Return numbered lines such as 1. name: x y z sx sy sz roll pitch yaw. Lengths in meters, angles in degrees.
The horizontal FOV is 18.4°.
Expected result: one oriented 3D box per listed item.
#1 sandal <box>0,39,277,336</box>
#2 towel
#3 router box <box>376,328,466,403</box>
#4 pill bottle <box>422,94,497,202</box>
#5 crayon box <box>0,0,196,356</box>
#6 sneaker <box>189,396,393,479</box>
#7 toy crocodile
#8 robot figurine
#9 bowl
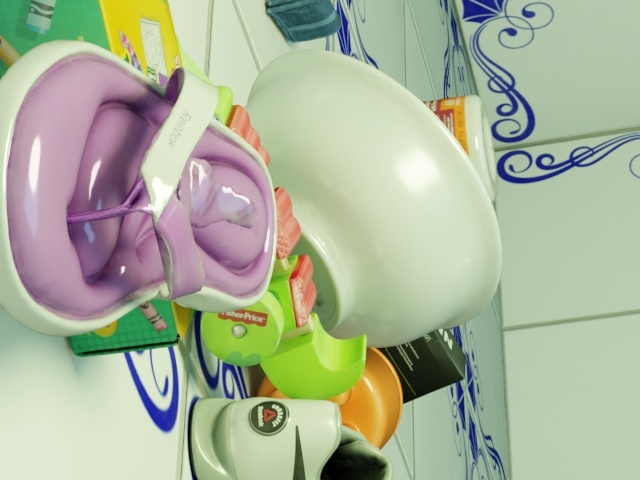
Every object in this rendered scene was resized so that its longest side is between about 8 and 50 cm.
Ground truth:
1. sandal: -0.087 -0.034 1.191 0.416 0.102 0.169 -1 86 -73
2. towel: -0.017 -0.251 2.194 0.119 0.067 0.029 51 31 -70
3. router box: 0.049 0.087 1.992 0.179 0.133 0.046 58 20 -24
4. pill bottle: 0.073 -0.082 2.122 0.121 0.221 0.121 -8 90 -79
5. crayon box: -0.145 -0.081 1.355 0.165 0.081 0.278 -69 149 -67
6. sneaker: -0.001 0.237 1.718 0.330 0.146 0.122 67 16 -57
7. toy crocodile: -0.064 -0.015 1.614 0.115 0.105 0.340 -69 139 -67
8. robot figurine: 0.011 0.155 1.873 0.158 0.128 0.219 44 9 6
9. bowl: 0.005 -0.010 1.754 0.134 0.298 0.297 -40 131 -32
